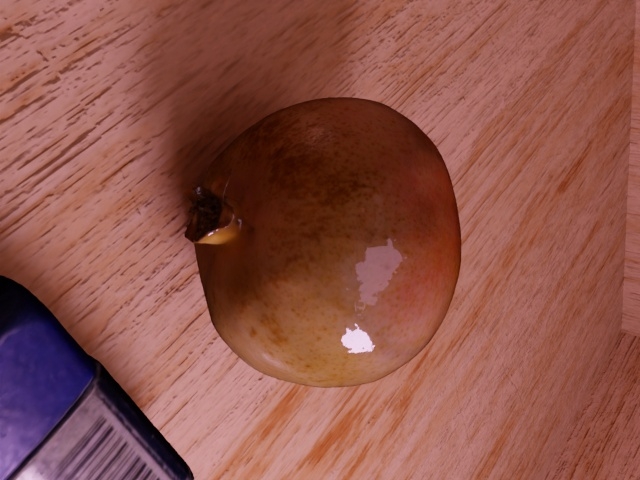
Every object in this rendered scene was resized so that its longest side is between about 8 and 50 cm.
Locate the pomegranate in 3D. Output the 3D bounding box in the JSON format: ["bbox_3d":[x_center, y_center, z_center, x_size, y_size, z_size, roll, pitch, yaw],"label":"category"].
[{"bbox_3d":[0.000,0.000,0.816,0.319,0.319,0.319,-27,125,-47],"label":"pomegranate"}]

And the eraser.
[{"bbox_3d":[-0.243,0.190,0.710,0.155,0.101,0.332,-52,139,-26],"label":"eraser"}]
